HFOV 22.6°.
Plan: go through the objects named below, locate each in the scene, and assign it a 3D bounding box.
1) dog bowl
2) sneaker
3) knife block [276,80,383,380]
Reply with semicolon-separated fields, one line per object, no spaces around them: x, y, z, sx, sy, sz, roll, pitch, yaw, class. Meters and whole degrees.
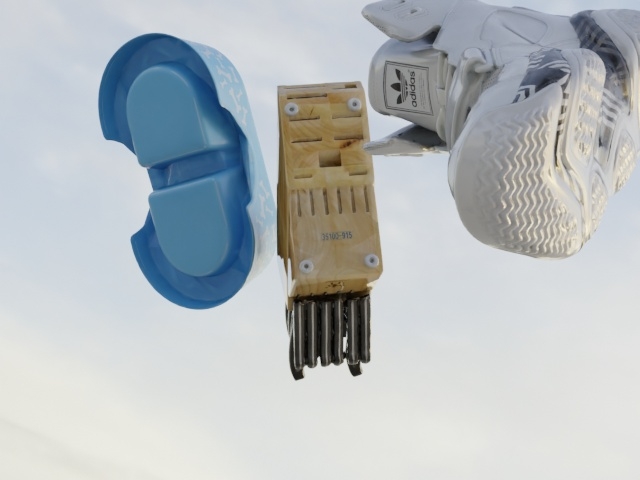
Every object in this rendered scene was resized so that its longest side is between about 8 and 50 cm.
-0.136;-0.077;1.720;0.166;0.297;0.074;-13;2;35;dog bowl
0.109;-0.088;1.147;0.210;0.366;0.137;7;-69;23;sneaker
0.000;0.000;1.656;0.088;0.276;0.242;-4;-13;-8;knife block
